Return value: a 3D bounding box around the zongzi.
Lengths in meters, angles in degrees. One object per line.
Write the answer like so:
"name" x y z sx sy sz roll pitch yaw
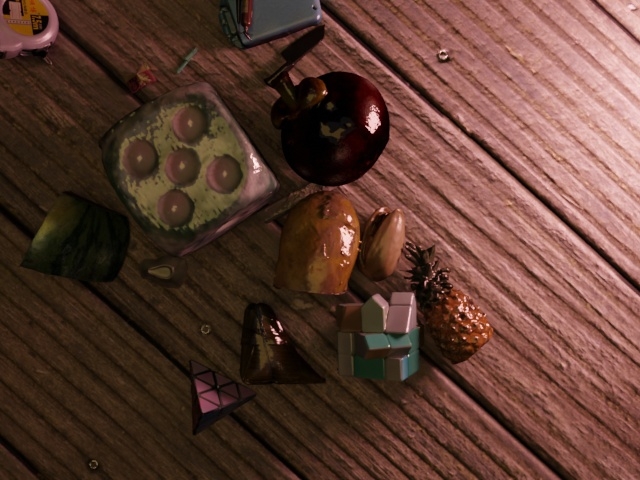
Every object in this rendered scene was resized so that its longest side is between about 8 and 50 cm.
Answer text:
"zongzi" -0.096 0.282 1.756 0.242 0.112 0.220 3 91 -7

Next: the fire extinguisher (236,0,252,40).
"fire extinguisher" -0.202 -0.619 1.715 0.049 0.035 0.173 3 88 -2

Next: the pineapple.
"pineapple" 0.312 0.151 1.722 0.169 0.169 0.340 -34 86 2

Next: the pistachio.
"pistachio" 0.168 0.010 1.736 0.130 0.131 0.206 17 87 42

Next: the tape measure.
"tape measure" -0.793 -0.574 1.726 0.179 0.105 0.196 -4 84 -33

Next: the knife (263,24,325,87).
"knife" -0.071 -0.512 1.775 0.230 0.028 0.060 -42 78 0

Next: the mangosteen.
"mangosteen" 0.030 -0.289 1.639 0.297 0.293 0.297 -6 66 14

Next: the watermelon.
"watermelon" -0.662 -0.008 1.755 0.262 0.201 0.212 24 91 -43

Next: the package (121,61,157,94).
"package" -0.498 -0.444 1.779 0.083 0.029 0.059 -27 98 12

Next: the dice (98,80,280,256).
"dice" -0.322 -0.180 1.633 0.330 0.328 0.348 -36 91 1

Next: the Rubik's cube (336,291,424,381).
"Rubik's cube" 0.145 0.239 1.677 0.225 0.265 0.212 0 93 26

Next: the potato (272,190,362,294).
"potato" 0.000 0.000 1.697 0.230 0.229 0.265 5 90 1

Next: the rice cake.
"rice cake" -0.054 -0.118 1.768 0.270 0.055 0.049 -28 75 2

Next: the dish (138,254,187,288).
"dish" -0.439 0.085 1.786 0.137 0.039 0.091 7 92 -1

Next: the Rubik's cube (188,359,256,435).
"Rubik's cube" -0.255 0.438 1.751 0.178 0.190 0.211 -5 96 -16

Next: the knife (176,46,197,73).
"knife" -0.368 -0.497 1.786 0.014 0.005 0.091 40 91 -2

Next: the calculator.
"calculator" -0.132 -0.630 1.755 0.293 0.051 0.172 -19 89 1
